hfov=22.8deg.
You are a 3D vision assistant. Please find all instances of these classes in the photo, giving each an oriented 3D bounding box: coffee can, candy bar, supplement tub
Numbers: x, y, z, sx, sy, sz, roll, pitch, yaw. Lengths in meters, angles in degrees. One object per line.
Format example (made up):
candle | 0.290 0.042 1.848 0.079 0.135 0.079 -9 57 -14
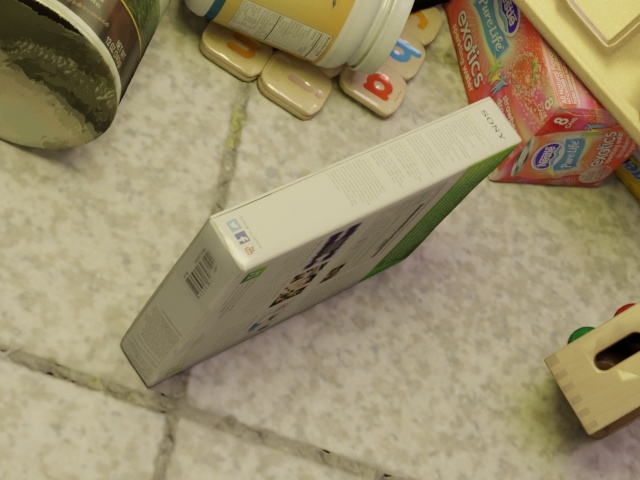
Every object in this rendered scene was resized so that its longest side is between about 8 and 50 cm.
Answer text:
coffee can | -0.229 -0.249 1.435 0.201 0.201 0.275 27 54 -10
candy bar | 0.365 -0.042 1.724 0.040 0.018 0.161 -32 78 -36
supplement tub | -0.018 -0.255 1.553 0.199 0.144 0.144 21 54 -14

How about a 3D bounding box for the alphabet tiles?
alphabet tiles | -0.014 -0.255 1.659 0.278 0.021 0.284 32 52 -6

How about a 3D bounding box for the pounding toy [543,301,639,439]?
pounding toy | 0.320 0.106 1.524 0.181 0.206 0.094 -32 75 8

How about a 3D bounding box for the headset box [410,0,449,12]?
headset box | 0.072 -0.413 1.645 0.110 0.218 0.293 -21 72 -35

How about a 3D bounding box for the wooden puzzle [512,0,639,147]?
wooden puzzle | 0.384 -0.251 1.539 0.348 0.322 0.080 51 9 12

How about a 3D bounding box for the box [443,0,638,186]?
box | 0.239 -0.222 1.684 0.142 0.154 0.300 2 62 -26

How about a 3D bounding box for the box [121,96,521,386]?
box | 0.000 0.000 1.380 0.322 0.232 0.058 -24 75 -36
